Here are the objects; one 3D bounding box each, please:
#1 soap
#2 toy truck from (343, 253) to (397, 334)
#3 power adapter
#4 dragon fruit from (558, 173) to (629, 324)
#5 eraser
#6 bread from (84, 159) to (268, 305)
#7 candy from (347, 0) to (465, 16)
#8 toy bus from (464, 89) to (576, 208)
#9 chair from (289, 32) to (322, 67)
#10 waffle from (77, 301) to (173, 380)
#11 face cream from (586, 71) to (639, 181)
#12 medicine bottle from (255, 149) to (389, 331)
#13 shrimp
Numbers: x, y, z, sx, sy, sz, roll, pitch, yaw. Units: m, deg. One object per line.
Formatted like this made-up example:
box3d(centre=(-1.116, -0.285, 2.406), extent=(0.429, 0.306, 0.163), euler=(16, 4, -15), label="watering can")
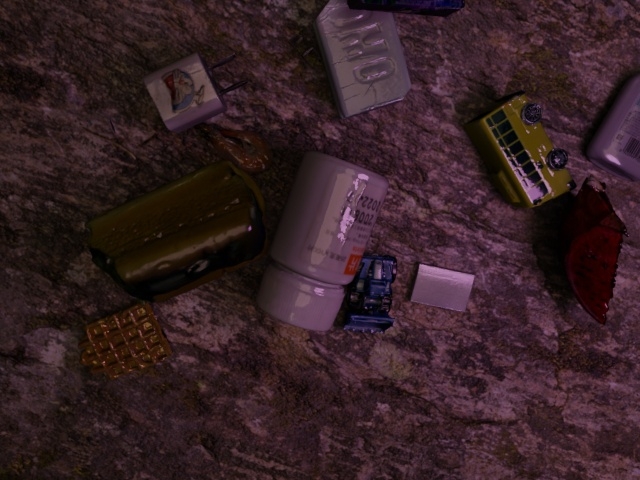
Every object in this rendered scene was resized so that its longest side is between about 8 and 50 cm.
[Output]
box3d(centre=(0.090, -0.441, 1.089), extent=(0.173, 0.095, 0.289), euler=(-17, 99, -1), label="soap")
box3d(centre=(0.125, 0.137, 1.163), extent=(0.113, 0.126, 0.208), euler=(5, 99, -4), label="toy truck")
box3d(centre=(-0.266, -0.343, 1.067), extent=(0.205, 0.125, 0.130), euler=(-26, 98, 1), label="power adapter")
box3d(centre=(0.614, 0.008, 1.122), extent=(0.100, 0.282, 0.343), euler=(-5, 130, 19), label="dragon fruit")
box3d(centre=(0.310, 0.119, 1.223), extent=(0.151, 0.023, 0.103), euler=(12, 98, -6), label="eraser")
box3d(centre=(-0.296, -0.010, 1.071), extent=(0.377, 0.208, 0.251), euler=(-26, 65, -1), label="bread")
box3d(centre=(0.186, -0.539, 1.028), extent=(0.313, 0.061, 0.088), euler=(-14, 99, -32), label="candy")
box3d(centre=(0.468, -0.204, 1.132), extent=(0.150, 0.128, 0.262), euler=(-33, 98, 2), label="toy bus")
box3d(centre=(-0.033, -0.442, 1.108), extent=(0.037, 0.042, 0.086), euler=(-39, 98, 4), label="chair")
box3d(centre=(-0.498, 0.253, 1.180), extent=(0.211, 0.055, 0.160), euler=(-21, 100, 1), label="waffle")
box3d(centre=(0.793, -0.321, 1.156), extent=(0.163, 0.080, 0.336), euler=(26, 96, -6), label="face cream")
box3d(centre=(0.000, 0.000, 1.092), extent=(0.211, 0.211, 0.371), euler=(19, 97, -6), label="medicine bottle")
box3d(centre=(-0.201, -0.226, 1.135), extent=(0.190, 0.042, 0.101), euler=(26, 76, -6), label="shrimp")
